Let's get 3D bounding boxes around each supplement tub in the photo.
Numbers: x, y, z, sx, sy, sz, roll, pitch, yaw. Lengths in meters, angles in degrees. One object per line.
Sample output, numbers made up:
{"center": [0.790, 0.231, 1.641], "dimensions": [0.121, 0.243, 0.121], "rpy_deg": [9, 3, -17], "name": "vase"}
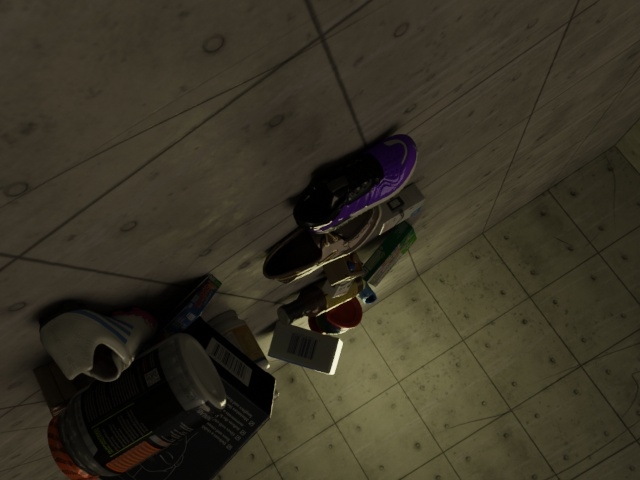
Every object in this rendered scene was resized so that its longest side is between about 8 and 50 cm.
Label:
{"center": [-0.259, 0.326, 1.591], "dimensions": [0.144, 0.200, 0.144], "rpy_deg": [-31, 164, -10], "name": "supplement tub"}
{"center": [-0.371, 0.343, 1.093], "dimensions": [0.315, 0.194, 0.193], "rpy_deg": [-30, 165, -3], "name": "supplement tub"}

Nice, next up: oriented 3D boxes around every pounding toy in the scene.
{"center": [0.076, 0.049, 1.583], "dimensions": [0.100, 0.130, 0.141], "rpy_deg": [-27, 169, 26], "name": "pounding toy"}

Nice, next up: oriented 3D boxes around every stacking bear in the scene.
{"center": [0.041, 0.333, 2.317], "dimensions": [0.289, 0.164, 0.176], "rpy_deg": [-36, -157, 55], "name": "stacking bear"}

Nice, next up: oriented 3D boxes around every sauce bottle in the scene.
{"center": [-0.001, 0.206, 1.927], "dimensions": [0.344, 0.111, 0.111], "rpy_deg": [-20, 161, -35], "name": "sauce bottle"}

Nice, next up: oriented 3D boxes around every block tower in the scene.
{"center": [-0.592, 0.369, 1.254], "dimensions": [0.090, 0.097, 0.335], "rpy_deg": [-24, 163, -30], "name": "block tower"}

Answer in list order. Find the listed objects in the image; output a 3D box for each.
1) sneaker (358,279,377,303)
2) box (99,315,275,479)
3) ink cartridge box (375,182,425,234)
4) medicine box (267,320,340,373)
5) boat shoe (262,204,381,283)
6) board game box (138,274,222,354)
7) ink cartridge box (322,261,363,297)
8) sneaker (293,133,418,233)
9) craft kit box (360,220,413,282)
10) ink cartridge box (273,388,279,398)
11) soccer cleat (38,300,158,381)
{"center": [0.189, 0.233, 2.359], "dimensions": [0.091, 0.126, 0.240], "rpy_deg": [-33, 165, 2], "name": "sneaker"}
{"center": [-0.350, 0.434, 1.328], "dimensions": [0.395, 0.293, 0.212], "rpy_deg": [-47, -172, 7], "name": "box"}
{"center": [0.203, -0.080, 1.531], "dimensions": [0.180, 0.060, 0.104], "rpy_deg": [-31, 165, -9], "name": "ink cartridge box"}
{"center": [-0.057, 0.452, 2.233], "dimensions": [0.289, 0.263, 0.149], "rpy_deg": [72, 33, -74], "name": "medicine box"}
{"center": [0.000, 0.000, 1.274], "dimensions": [0.324, 0.117, 0.096], "rpy_deg": [-33, 169, 21], "name": "boat shoe"}
{"center": [-0.316, 0.175, 1.208], "dimensions": [0.201, 0.035, 0.136], "rpy_deg": [-41, -169, 27], "name": "board game box"}
{"center": [0.076, 0.124, 1.840], "dimensions": [0.099, 0.056, 0.135], "rpy_deg": [-9, 132, -57], "name": "ink cartridge box"}
{"center": [0.064, -0.110, 1.074], "dimensions": [0.293, 0.102, 0.146], "rpy_deg": [-38, 164, 17], "name": "sneaker"}
{"center": [0.245, 0.053, 1.933], "dimensions": [0.250, 0.061, 0.246], "rpy_deg": [-50, 167, 2], "name": "craft kit box"}
{"center": [-0.267, 0.453, 1.834], "dimensions": [0.114, 0.273, 0.198], "rpy_deg": [-27, 164, -21], "name": "ink cartridge box"}
{"center": [-0.403, 0.206, 1.028], "dimensions": [0.116, 0.143, 0.331], "rpy_deg": [-34, 165, 4], "name": "soccer cleat"}
